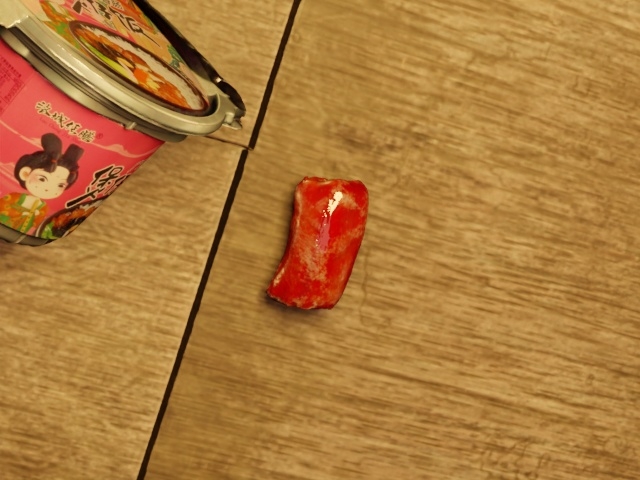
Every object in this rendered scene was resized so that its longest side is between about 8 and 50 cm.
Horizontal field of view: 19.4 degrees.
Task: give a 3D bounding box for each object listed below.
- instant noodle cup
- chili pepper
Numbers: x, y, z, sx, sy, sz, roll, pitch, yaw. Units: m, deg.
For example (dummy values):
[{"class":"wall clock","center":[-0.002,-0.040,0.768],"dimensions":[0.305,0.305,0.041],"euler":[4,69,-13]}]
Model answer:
[{"class":"instant noodle cup","center":[-0.228,-0.114,1.479],"dimensions":[0.302,0.258,0.181],"euler":[35,109,-23]},{"class":"chili pepper","center":[0.000,0.000,1.665],"dimensions":[0.073,0.070,0.123],"euler":[13,105,-4]}]
